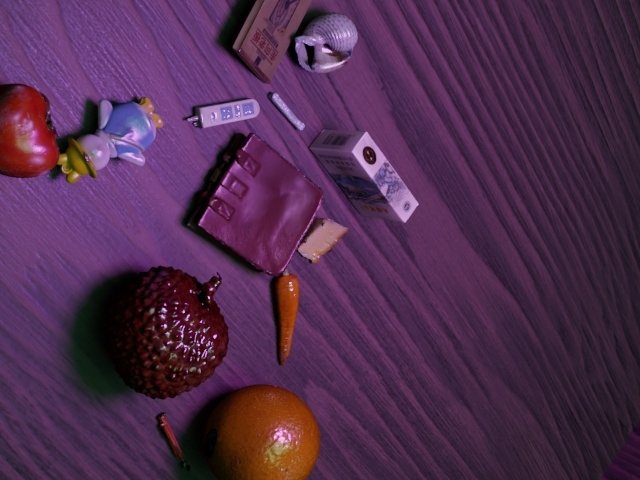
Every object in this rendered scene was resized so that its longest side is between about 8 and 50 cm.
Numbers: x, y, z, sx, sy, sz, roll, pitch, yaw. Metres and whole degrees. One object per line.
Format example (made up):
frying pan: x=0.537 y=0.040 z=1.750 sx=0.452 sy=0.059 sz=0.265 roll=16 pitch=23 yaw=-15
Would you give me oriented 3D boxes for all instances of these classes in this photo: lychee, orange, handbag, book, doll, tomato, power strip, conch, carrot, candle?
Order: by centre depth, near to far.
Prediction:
tomato: x=-0.564 y=-0.200 z=1.587 sx=0.151 sy=0.187 sz=0.187 roll=-8 pitch=106 yaw=-13
doll: x=-0.423 y=-0.203 z=1.738 sx=0.241 sy=0.099 sz=0.135 roll=-38 pitch=143 yaw=-24
lychee: x=-0.312 y=0.184 z=1.801 sx=0.300 sy=0.264 sz=0.264 roll=-49 pitch=127 yaw=4
power strip: x=-0.215 y=-0.285 z=1.925 sx=0.191 sy=0.030 sz=0.047 roll=-18 pitch=109 yaw=-35
book: x=-0.105 y=-0.488 z=1.932 sx=0.231 sy=0.026 sz=0.161 roll=-64 pitch=152 yaw=-7
handbag: x=-0.144 y=-0.079 z=1.991 sx=0.275 sy=0.084 sz=0.260 roll=35 pitch=78 yaw=-37
candle: x=-0.340 y=0.470 z=1.994 sx=0.026 sy=0.021 sz=0.167 roll=-46 pitch=125 yaw=-46
orange: x=-0.136 y=0.463 z=1.996 sx=0.274 sy=0.274 sz=0.274 roll=-9 pitch=105 yaw=-36
conch: x=0.014 y=-0.465 z=2.021 sx=0.153 sy=0.102 sz=0.135 roll=-9 pitch=121 yaw=-3
carrot: x=-0.083 y=0.191 z=2.114 sx=0.061 sy=0.061 sz=0.256 roll=-9 pitch=107 yaw=-36

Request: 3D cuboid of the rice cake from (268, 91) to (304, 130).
rice cake: x=-0.080 y=-0.304 z=2.030 sx=0.121 sy=0.022 sz=0.021 roll=46 pitch=71 yaw=-34

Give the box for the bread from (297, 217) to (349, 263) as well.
bread: x=0.000 y=0.000 z=2.121 sx=0.084 sy=0.080 sz=0.109 roll=30 pitch=78 yaw=-36

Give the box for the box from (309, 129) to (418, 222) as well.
box: x=0.107 y=-0.158 z=2.117 sx=0.069 sy=0.164 sz=0.256 roll=-53 pitch=126 yaw=-19
